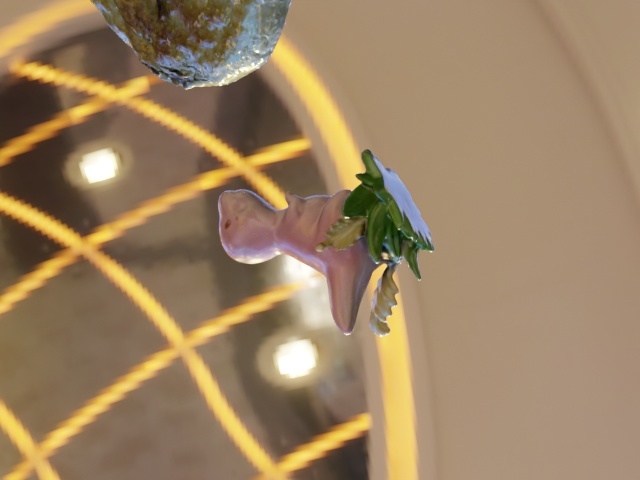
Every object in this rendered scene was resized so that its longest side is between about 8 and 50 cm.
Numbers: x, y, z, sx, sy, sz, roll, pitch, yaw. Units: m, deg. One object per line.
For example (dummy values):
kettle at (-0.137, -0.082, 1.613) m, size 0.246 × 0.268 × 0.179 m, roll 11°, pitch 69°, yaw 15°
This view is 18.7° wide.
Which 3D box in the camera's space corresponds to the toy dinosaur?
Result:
toy dinosaur at (-0.002, 0.000, 1.811) m, size 0.177 × 0.152 × 0.194 m, roll -33°, pitch -104°, yaw 12°

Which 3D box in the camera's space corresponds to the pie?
pie at (-0.106, -0.229, 1.453) m, size 0.054 × 0.240 × 0.240 m, roll -23°, pitch -139°, yaw -39°
